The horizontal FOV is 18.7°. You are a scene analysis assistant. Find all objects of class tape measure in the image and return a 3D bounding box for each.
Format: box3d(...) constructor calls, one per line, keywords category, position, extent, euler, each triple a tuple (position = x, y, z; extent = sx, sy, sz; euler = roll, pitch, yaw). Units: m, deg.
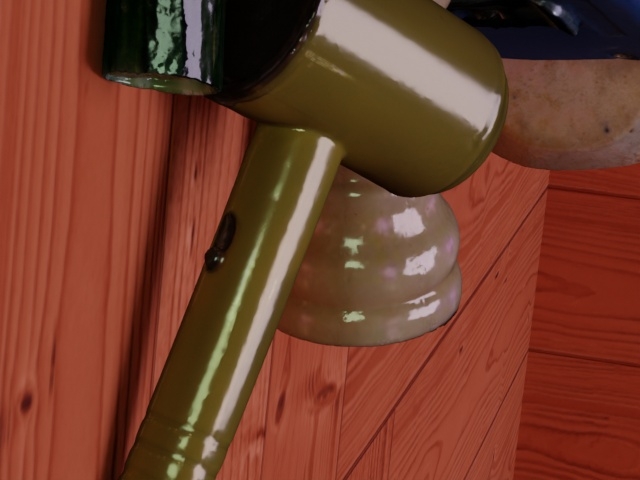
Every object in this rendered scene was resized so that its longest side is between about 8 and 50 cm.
box3d(category="tape measure", position=(0.088, -0.186, 1.092), extent=(0.351, 0.215, 0.098), euler=(30, 67, -59))

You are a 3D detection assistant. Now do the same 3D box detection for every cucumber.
box3d(category="cucumber", position=(-0.061, -0.109, 0.758), extent=(0.048, 0.048, 0.105), euler=(-25, 117, -77))

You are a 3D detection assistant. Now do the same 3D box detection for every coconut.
box3d(category="coconut", position=(0.187, -0.181, 1.440), extent=(0.247, 0.245, 0.245), euler=(-57, 153, -65))

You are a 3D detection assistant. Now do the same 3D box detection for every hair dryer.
box3d(category="hair dryer", position=(-0.018, 0.007, 0.878), extent=(0.135, 0.090, 0.279), euler=(28, 81, -39))

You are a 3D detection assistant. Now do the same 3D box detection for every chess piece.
box3d(category="chess piece", position=(0.022, -0.142, 0.984), extent=(0.117, 0.117, 0.397), euler=(-62, 156, -60))
